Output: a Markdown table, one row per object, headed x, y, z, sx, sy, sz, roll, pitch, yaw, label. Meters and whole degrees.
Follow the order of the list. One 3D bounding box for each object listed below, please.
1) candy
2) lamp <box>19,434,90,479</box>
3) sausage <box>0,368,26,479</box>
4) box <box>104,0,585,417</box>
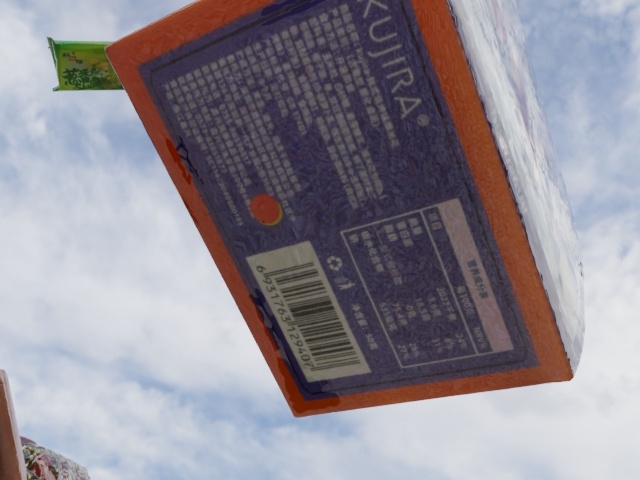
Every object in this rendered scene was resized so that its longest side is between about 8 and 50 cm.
| x | y | z | sx | sy | sz | roll | pitch | yaw | label |
| --- | --- | --- | --- | --- | --- | --- | --- | --- | --- |
| -0.390 | -0.313 | 1.149 | 0.178 | 0.032 | 0.102 | -6 | -59 | -24 | candy |
| -0.444 | 0.387 | 0.948 | 0.177 | 0.177 | 0.274 | 1 | -29 | 4 | lamp |
| -0.355 | 0.211 | 0.715 | 0.030 | 0.147 | 0.035 | -16 | -13 | -13 | sausage |
| 0.065 | -0.086 | 0.576 | 0.257 | 0.318 | 0.348 | -15 | -71 | 27 | box |
